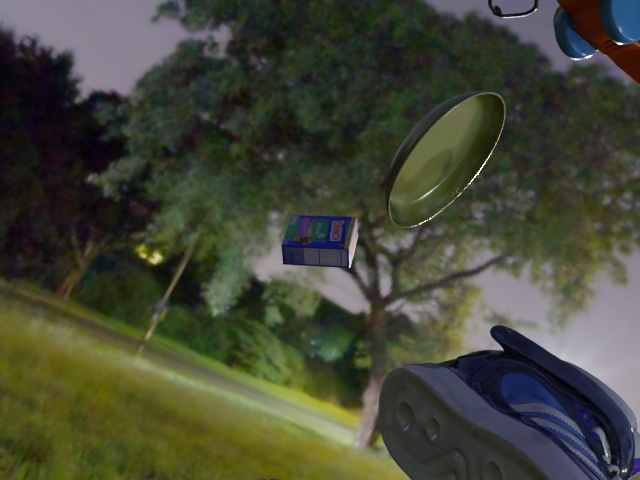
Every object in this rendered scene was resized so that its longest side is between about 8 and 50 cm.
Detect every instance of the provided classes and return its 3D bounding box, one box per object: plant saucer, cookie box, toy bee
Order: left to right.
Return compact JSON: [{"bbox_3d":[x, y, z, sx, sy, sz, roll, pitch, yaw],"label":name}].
[{"bbox_3d":[0.000,0.000,1.499,0.107,0.092,0.040,3,-56,9],"label":"cookie box"},{"bbox_3d":[0.175,-0.124,1.394,0.037,0.241,0.241,43,1,27],"label":"plant saucer"},{"bbox_3d":[0.356,-0.314,1.182,0.195,0.162,0.298,2,-15,37],"label":"toy bee"}]

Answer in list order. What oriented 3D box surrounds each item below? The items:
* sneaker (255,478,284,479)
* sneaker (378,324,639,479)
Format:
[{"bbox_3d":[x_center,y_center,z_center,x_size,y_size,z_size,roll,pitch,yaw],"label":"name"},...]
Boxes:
[{"bbox_3d":[-0.085,0.287,0.915,0.083,0.191,0.071,-23,-92,55],"label":"sneaker"},{"bbox_3d":[0.216,0.192,0.760,0.236,0.130,0.323,2,24,-30],"label":"sneaker"}]
